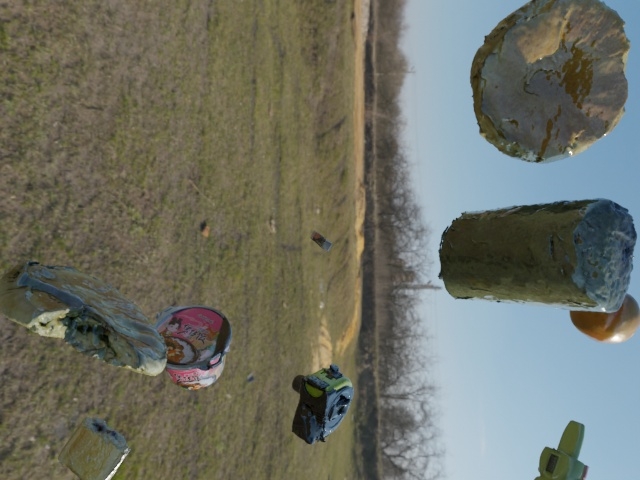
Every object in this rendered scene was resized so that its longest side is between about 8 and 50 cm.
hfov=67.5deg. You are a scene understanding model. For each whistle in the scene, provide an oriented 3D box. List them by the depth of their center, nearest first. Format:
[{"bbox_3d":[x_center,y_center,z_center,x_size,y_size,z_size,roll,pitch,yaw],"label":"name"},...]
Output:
[{"bbox_3d":[0.656,0.632,1.304,0.289,0.106,0.131,-60,-159,-15],"label":"whistle"}]

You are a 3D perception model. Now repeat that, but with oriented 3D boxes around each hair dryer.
[{"bbox_3d":[-0.011,0.614,1.854,0.070,0.128,0.256,-52,136,-22],"label":"hair dryer"}]

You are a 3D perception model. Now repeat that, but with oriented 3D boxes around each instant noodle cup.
[{"bbox_3d":[-0.410,0.362,1.548,0.302,0.258,0.182,45,-34,41],"label":"instant noodle cup"}]

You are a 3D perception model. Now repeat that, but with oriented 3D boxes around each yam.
[{"bbox_3d":[0.375,0.026,0.851,0.195,0.300,0.195,2,87,-40],"label":"yam"}]

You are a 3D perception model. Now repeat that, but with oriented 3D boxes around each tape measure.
[{"bbox_3d":[0.017,0.439,1.312,0.186,0.112,0.199,-9,118,-58],"label":"tape measure"}]

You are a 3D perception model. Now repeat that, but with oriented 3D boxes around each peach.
[{"bbox_3d":[0.627,0.161,1.053,0.138,0.137,0.138,2,90,-84],"label":"peach"}]

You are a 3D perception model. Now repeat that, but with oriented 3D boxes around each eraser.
[{"bbox_3d":[0.000,0.000,1.258,0.027,0.019,0.099,-61,-151,7],"label":"eraser"}]

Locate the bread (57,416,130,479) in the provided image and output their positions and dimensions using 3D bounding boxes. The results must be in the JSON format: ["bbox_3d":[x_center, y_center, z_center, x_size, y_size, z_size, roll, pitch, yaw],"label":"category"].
[{"bbox_3d":[-0.473,0.445,1.011,0.106,0.125,0.082,-56,174,-4],"label":"bread"}]

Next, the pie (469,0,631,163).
[{"bbox_3d":[0.462,-0.318,0.956,0.083,0.338,0.340,-105,-165,-76],"label":"pie"}]

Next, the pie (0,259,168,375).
[{"bbox_3d":[-0.431,0.144,0.900,0.075,0.337,0.337,-55,171,-3],"label":"pie"}]
